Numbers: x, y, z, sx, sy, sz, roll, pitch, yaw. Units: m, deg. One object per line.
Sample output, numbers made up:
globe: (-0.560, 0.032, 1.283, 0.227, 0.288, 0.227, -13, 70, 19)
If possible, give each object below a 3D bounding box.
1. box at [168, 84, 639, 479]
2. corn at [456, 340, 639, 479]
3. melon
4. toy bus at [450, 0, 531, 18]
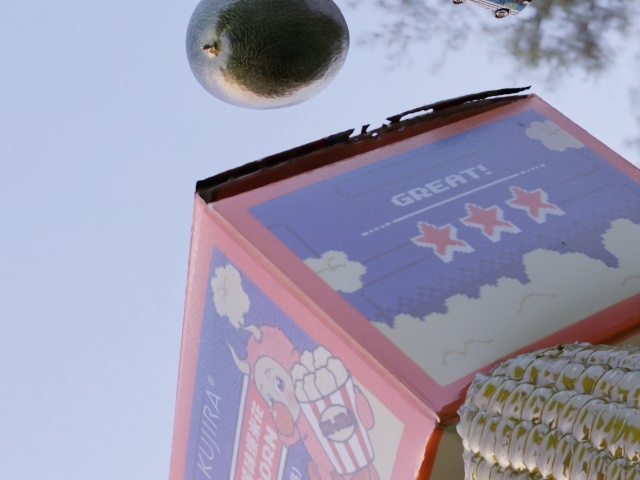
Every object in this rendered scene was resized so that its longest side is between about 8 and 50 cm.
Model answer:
box: (0.086, 0.121, 1.182, 0.318, 0.257, 0.349, -21, -43, -32)
corn: (0.197, 0.117, 0.658, 0.131, 0.344, 0.131, -8, -78, -41)
melon: (-0.046, -0.162, 1.332, 0.167, 0.114, 0.114, -17, -60, -53)
toy bus: (0.131, -0.205, 1.269, 0.083, 0.046, 0.038, 12, -122, -37)
